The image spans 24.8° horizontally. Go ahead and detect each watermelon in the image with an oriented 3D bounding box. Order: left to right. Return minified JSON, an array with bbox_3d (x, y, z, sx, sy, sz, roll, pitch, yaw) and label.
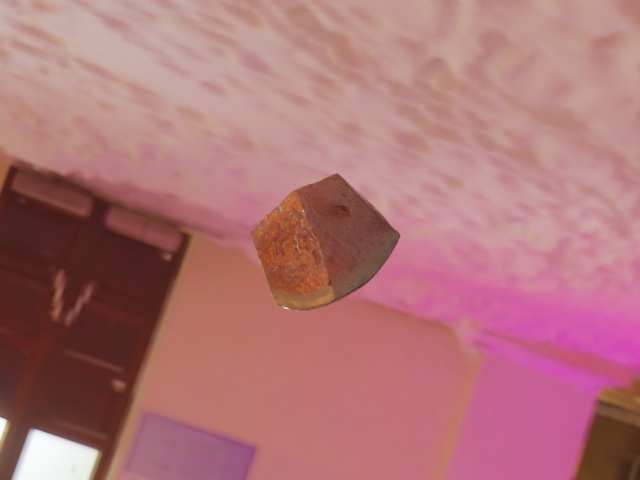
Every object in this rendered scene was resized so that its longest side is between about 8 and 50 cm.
[{"bbox_3d":[-0.002,0.005,0.911,0.072,0.084,0.092,32,-153,-22],"label":"watermelon"}]
